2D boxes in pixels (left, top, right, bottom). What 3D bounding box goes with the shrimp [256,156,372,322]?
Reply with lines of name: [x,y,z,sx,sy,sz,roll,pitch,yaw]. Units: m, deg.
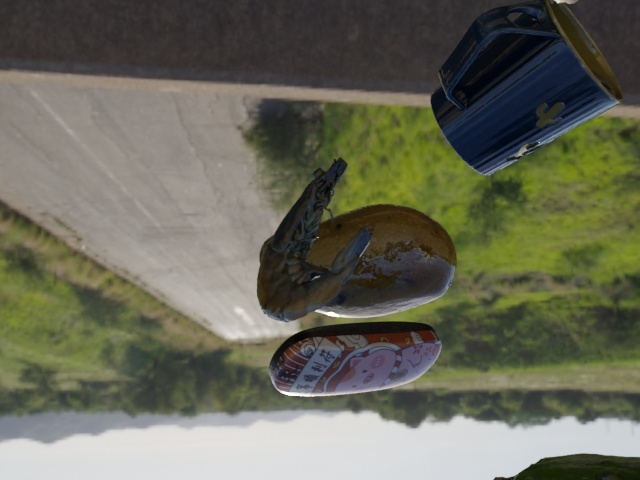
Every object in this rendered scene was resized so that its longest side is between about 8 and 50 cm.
shrimp: [0.000,0.000,1.005,0.051,0.217,0.150,32,168,-39]

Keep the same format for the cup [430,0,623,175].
cup: [0.190,-0.158,0.841,0.155,0.131,0.176,-36,139,30]

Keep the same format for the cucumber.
cucumber: [0.275,0.264,0.804,0.244,0.134,0.134,5,176,40]

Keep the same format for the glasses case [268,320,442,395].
glasses case: [0.053,0.162,1.155,0.266,0.067,0.103,0,131,-33]

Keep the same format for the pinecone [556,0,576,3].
pinecone: [0.162,-0.202,0.303,0.257,0.243,0.243,-45,155,13]

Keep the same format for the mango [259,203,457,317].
mango: [0.066,0.039,1.426,0.329,0.177,0.176,-10,137,-7]
